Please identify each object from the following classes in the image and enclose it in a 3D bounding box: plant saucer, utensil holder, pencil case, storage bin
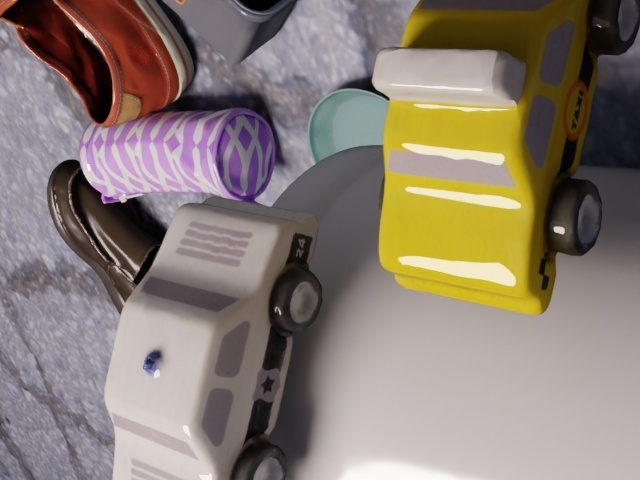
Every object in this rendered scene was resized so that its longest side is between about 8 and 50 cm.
[{"bbox_3d":[0.044,-0.072,0.779,0.119,0.021,0.119,23,135,25],"label":"plant saucer"},{"bbox_3d":[0.180,0.112,0.578,0.386,0.327,0.327,6,125,37],"label":"utensil holder"},{"bbox_3d":[-0.136,-0.075,0.884,0.206,0.086,0.088,3,89,42],"label":"pencil case"},{"bbox_3d":[-0.080,-0.200,0.737,0.135,0.098,0.091,43,151,6],"label":"storage bin"}]

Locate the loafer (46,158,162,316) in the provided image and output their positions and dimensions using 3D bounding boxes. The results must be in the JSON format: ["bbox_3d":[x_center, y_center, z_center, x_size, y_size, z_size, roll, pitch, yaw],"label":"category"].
[{"bbox_3d":[-0.204,0.004,1.031,0.078,0.080,0.220,-14,117,36],"label":"loafer"}]

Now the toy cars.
[{"bbox_3d":[0.000,0.000,0.472,0.394,0.087,0.176,-43,60,21],"label":"toy cars"}]

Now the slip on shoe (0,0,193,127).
[{"bbox_3d":[-0.247,-0.235,0.819,0.331,0.101,0.123,51,145,-13],"label":"slip on shoe"}]
